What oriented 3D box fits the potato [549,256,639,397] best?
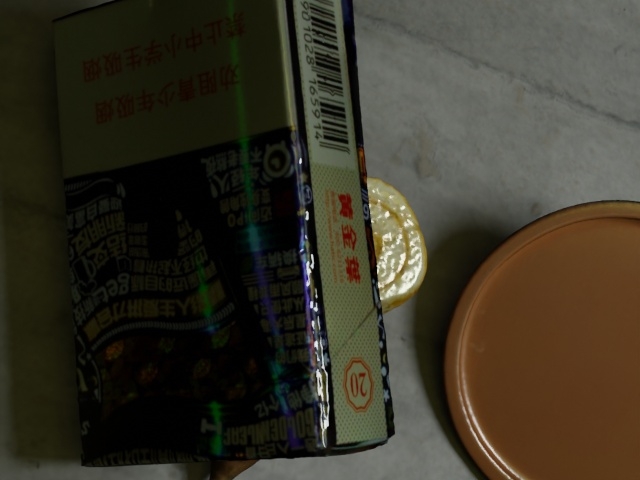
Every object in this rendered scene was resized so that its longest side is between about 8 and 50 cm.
[{"bbox_3d":[0.222,0.052,0.981,0.096,0.066,0.103,-32,98,5],"label":"potato"}]

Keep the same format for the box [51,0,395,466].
[{"bbox_3d":[-0.069,-0.013,0.829,0.084,0.198,0.310,6,77,-57],"label":"box"}]

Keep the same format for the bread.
[{"bbox_3d":[0.000,0.000,0.916,0.149,0.073,0.122,-7,83,-18],"label":"bread"}]

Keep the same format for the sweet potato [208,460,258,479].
[{"bbox_3d":[-0.054,0.137,0.897,0.049,0.049,0.117,33,80,-10],"label":"sweet potato"}]

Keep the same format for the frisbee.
[{"bbox_3d":[0.215,0.093,0.946,0.251,0.021,0.250,1,100,4],"label":"frisbee"}]
